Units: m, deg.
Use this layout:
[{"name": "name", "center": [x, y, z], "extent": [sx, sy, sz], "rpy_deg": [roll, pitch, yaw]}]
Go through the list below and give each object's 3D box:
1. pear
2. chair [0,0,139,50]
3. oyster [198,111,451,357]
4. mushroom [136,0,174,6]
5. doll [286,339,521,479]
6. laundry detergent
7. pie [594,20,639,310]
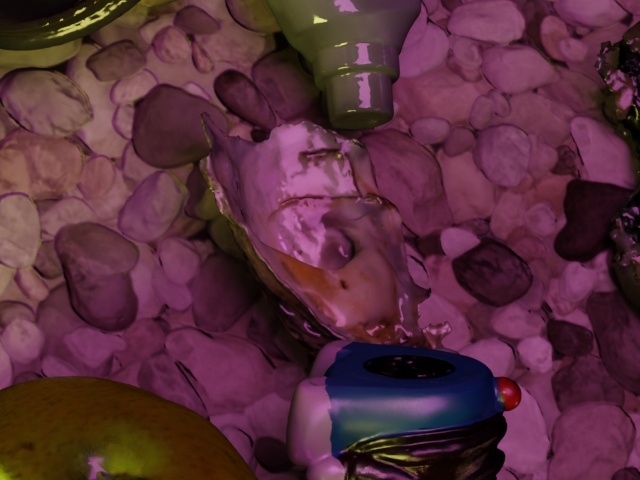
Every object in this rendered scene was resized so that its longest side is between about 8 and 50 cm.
[{"name": "pear", "center": [-0.144, 0.239, 1.441], "extent": [0.238, 0.318, 0.342], "rpy_deg": [-30, 85, -23]}, {"name": "chair", "center": [-0.312, -0.369, 1.492], "extent": [0.365, 0.410, 0.361], "rpy_deg": [-17, 71, 16]}, {"name": "oyster", "center": [-0.005, 0.004, 1.696], "extent": [0.275, 0.100, 0.271], "rpy_deg": [18, 59, -16]}, {"name": "mushroom", "center": [-0.175, -0.305, 1.733], "extent": [0.166, 0.127, 0.166], "rpy_deg": [3, 76, -11]}, {"name": "doll", "center": [0.080, 0.255, 1.543], "extent": [0.284, 0.240, 0.310], "rpy_deg": [-25, 117, -65]}, {"name": "laundry detergent", "center": [0.006, -0.308, 1.784], "extent": [0.264, 0.125, 0.397], "rpy_deg": [8, 71, -42]}, {"name": "pie", "center": [0.423, -0.062, 1.898], "extent": [0.297, 0.078, 0.371], "rpy_deg": [7, 68, -20]}]
